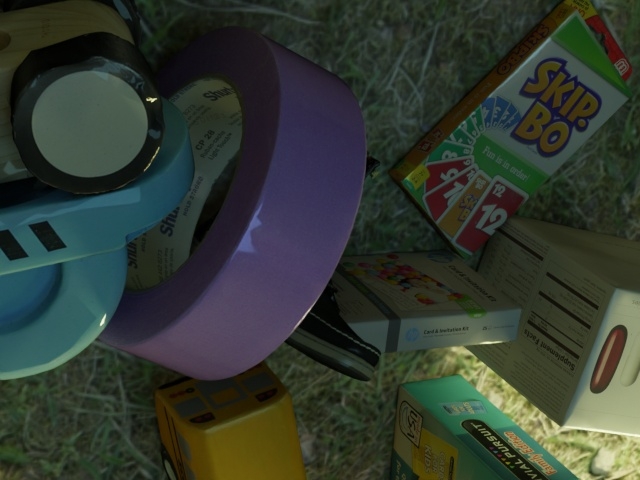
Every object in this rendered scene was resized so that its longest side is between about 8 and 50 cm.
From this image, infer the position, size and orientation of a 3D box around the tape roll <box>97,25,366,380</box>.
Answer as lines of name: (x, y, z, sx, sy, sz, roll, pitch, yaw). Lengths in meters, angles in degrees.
tape roll: (-0.086, -0.030, 1.246, 0.090, 0.275, 0.275, 25, 98, -34)

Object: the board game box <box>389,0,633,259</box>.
board game box: (0.195, -0.112, 1.501, 0.259, 0.039, 0.124, -46, 124, -6)

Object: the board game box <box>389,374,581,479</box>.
board game box: (0.173, 0.317, 1.492, 0.079, 0.336, 0.253, -6, 113, -24)

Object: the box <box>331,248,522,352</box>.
box: (0.071, 0.056, 1.441, 0.186, 0.145, 0.038, -2, 113, -26)

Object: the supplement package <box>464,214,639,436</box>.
supplement package: (0.307, 0.092, 1.542, 0.262, 0.204, 0.145, 10, 107, -31)

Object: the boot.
boot: (-0.002, -0.001, 1.334, 0.178, 0.236, 0.085, -54, 141, -2)

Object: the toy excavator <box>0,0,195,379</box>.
toy excavator: (-0.297, 0.050, 1.208, 0.433, 0.222, 0.445, -13, 120, -7)

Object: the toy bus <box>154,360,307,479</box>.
toy bus: (-0.068, 0.273, 1.472, 0.108, 0.130, 0.332, -19, 119, -19)
